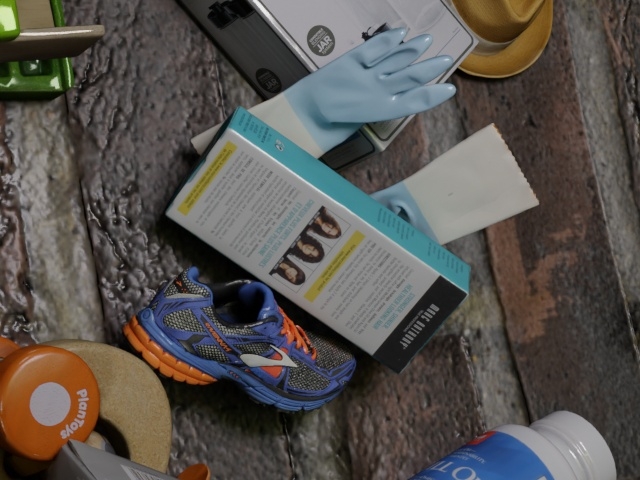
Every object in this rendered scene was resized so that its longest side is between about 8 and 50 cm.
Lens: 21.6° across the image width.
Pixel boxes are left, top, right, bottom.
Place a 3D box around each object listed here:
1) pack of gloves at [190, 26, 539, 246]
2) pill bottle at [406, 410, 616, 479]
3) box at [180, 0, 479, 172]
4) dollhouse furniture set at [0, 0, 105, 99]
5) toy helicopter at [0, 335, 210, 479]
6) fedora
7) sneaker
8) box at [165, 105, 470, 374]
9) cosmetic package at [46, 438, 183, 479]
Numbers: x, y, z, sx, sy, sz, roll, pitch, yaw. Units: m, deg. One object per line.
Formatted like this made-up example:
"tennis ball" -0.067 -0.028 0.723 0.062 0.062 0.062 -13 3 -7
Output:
"pack of gloves" 0.039 -0.066 1.433 0.195 0.232 0.046 57 18 -18
"pill bottle" 0.148 0.234 1.452 0.221 0.124 0.124 -26 92 -33
"box" -0.015 -0.223 1.487 0.290 0.087 0.169 49 60 -11
"dollhouse furniture set" -0.263 -0.274 1.291 0.151 0.197 0.301 -6 82 -30
"toy helicopter" -0.205 0.251 1.265 0.235 0.140 0.355 24 78 -33
"fedora" 0.169 -0.255 1.606 0.194 0.079 0.194 7 76 -29
"sneaker" -0.050 0.080 1.366 0.221 0.087 0.083 15 27 -42
"box" 0.000 0.000 1.408 0.244 0.100 0.060 35 24 -9
"cosmetic package" -0.160 0.278 1.169 0.127 0.107 0.238 25 93 -27
